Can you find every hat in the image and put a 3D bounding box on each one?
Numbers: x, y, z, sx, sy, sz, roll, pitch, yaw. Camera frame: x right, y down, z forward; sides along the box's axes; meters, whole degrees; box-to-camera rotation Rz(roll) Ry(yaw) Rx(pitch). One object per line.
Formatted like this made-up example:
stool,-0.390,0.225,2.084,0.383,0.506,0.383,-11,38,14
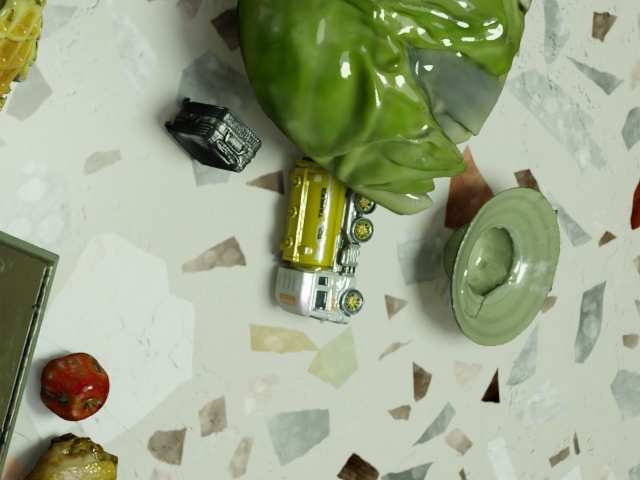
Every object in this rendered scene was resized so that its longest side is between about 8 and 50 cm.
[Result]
hat,0.249,0.027,2.123,0.252,0.110,0.252,-16,114,-39

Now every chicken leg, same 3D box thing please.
chicken leg,-0.366,0.333,1.752,0.251,0.087,0.107,-32,123,-22

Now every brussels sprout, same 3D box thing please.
brussels sprout,0.069,-0.281,1.809,0.361,0.342,0.425,25,78,-9

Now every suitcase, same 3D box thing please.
suitcase,-0.138,-0.136,1.800,0.086,0.126,0.059,44,74,-33

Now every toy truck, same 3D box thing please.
toy truck,0.000,0.000,1.946,0.114,0.098,0.227,6,93,-33

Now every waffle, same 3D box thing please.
waffle,-0.403,-0.170,1.547,0.056,0.261,0.250,43,62,4

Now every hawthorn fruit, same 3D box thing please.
hawthorn fruit,-0.310,0.187,1.759,0.093,0.093,0.093,-7,103,-35

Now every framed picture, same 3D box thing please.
framed picture,-0.412,0.152,1.616,0.247,0.022,0.335,34,67,-67
